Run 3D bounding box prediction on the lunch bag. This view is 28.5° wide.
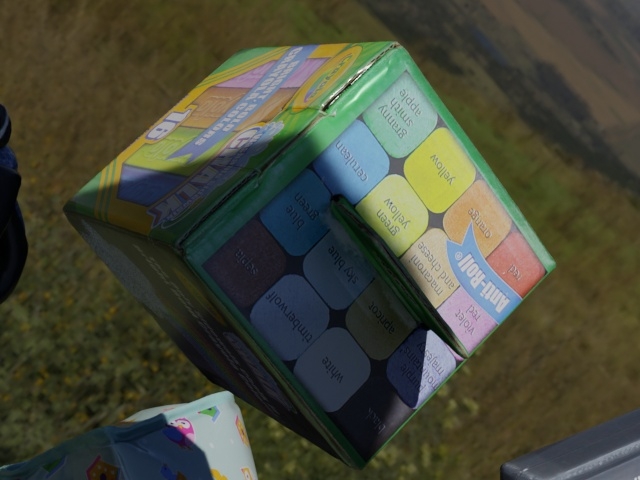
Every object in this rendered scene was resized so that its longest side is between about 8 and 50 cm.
[{"bbox_3d":[-0.122,0.255,1.087,0.262,0.160,0.223,-5,71,-66],"label":"lunch bag"}]

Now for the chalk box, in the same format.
[{"bbox_3d":[0.000,0.000,0.562,0.132,0.132,0.213,53,-17,-23],"label":"chalk box"}]

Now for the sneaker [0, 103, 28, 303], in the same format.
[{"bbox_3d":[-0.165,-0.051,0.401,0.147,0.129,0.330,35,-10,12],"label":"sneaker"}]

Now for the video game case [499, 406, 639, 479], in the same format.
[{"bbox_3d":[0.156,0.182,0.483,0.196,0.274,0.026,-15,18,-30],"label":"video game case"}]
